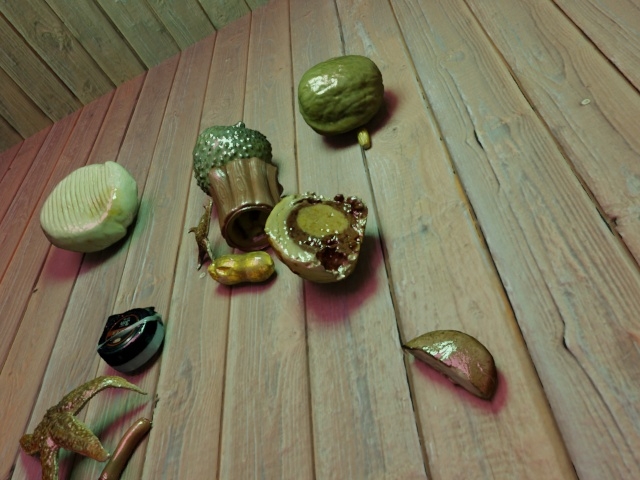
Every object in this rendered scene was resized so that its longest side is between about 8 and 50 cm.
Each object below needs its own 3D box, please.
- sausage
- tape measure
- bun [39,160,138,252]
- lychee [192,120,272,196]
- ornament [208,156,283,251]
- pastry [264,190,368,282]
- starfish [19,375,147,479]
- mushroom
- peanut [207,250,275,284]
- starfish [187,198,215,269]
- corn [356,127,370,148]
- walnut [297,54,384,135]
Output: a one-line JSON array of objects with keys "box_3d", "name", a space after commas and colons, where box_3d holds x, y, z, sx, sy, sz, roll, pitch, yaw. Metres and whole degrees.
[{"box_3d": [-0.461, 0.499, 1.431, 0.047, 0.040, 0.177, -2, 47, 37], "name": "sausage"}, {"box_3d": [-0.518, 0.270, 1.663, 0.181, 0.107, 0.181, -16, 39, 24], "name": "tape measure"}, {"box_3d": [-0.814, -0.103, 2.196, 0.364, 0.219, 0.366, -10, 57, 16], "name": "bun"}, {"box_3d": [-0.281, -0.251, 1.945, 0.255, 0.255, 0.275, -2, 80, 36], "name": "lychee"}, {"box_3d": [-0.212, -0.095, 1.752, 0.221, 0.235, 0.218, -57, 31, 30], "name": "ornament"}, {"box_3d": [-0.008, 0.005, 1.499, 0.236, 0.170, 0.256, 7, 50, 11], "name": "pastry"}, {"box_3d": [-0.610, 0.492, 1.486, 0.398, 0.132, 0.384, -41, 42, 2], "name": "starfish"}, {"box_3d": [0.251, 0.218, 1.160, 0.094, 0.072, 0.209, -38, 36, -18], "name": "mushroom"}, {"box_3d": [-0.215, 0.076, 1.657, 0.206, 0.087, 0.087, -6, 46, 29], "name": "peanut"}, {"box_3d": [-0.339, -0.008, 1.776, 0.213, 0.056, 0.238, 115, 147, -41], "name": "starfish"}, {"box_3d": [0.131, -0.311, 1.843, 0.037, 0.037, 0.092, -24, 41, 15], "name": "corn"}, {"box_3d": [0.064, -0.447, 1.884, 0.282, 0.227, 0.283, -4, 72, 12], "name": "walnut"}]
